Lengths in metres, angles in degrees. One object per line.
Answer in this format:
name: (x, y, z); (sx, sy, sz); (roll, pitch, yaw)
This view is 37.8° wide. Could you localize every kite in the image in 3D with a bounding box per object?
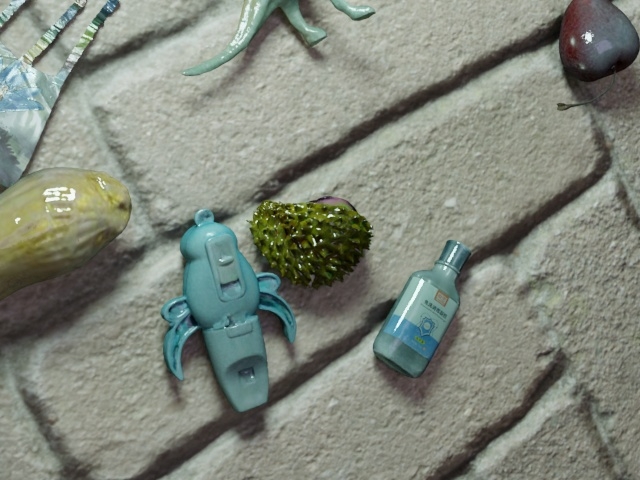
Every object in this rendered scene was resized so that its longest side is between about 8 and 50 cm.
kite: (-0.381, -0.227, 1.160); (0.169, 0.015, 0.309); (34, 70, -20)

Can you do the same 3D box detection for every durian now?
durian: (0.002, -0.002, 1.267); (0.187, 0.108, 0.118); (17, 63, -25)

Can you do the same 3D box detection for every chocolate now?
chocolate: (-0.373, 0.003, 1.109); (0.309, 0.134, 0.134); (-27, 98, -18)

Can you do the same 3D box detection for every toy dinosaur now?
toy dinosaur: (-0.045, -0.348, 1.286); (0.393, 0.092, 0.205); (-41, 100, -8)

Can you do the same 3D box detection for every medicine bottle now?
medicine bottle: (0.157, 0.096, 1.373); (0.090, 0.054, 0.208); (36, 74, -18)

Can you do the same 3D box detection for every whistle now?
whistle: (-0.123, 0.091, 1.235); (0.186, 0.093, 0.273); (-16, 97, -25)

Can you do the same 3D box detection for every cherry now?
cherry: (0.412, -0.309, 1.472); (0.188, 0.115, 0.148); (-21, 115, -18)
